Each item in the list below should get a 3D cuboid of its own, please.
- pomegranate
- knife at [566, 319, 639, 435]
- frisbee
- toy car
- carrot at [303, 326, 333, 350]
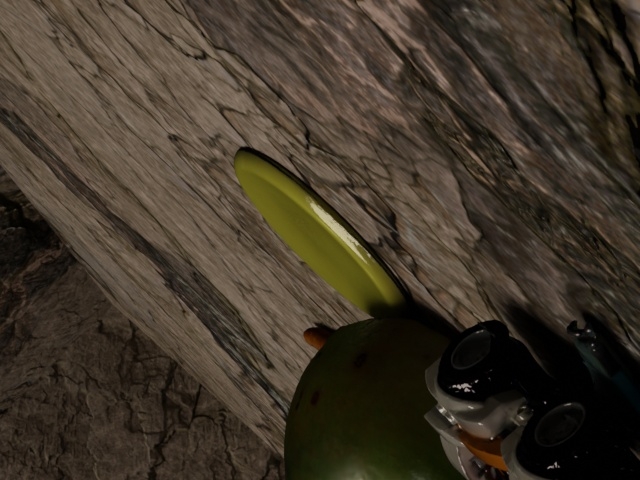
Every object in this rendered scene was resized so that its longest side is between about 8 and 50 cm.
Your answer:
[{"bbox_3d":[0.109,0.242,1.686,0.358,0.216,0.310,40,165,19],"label":"pomegranate"},{"bbox_3d":[0.249,0.150,1.310,0.044,0.026,0.296,26,159,54],"label":"knife"},{"bbox_3d":[0.000,0.000,1.710,0.236,0.017,0.236,43,170,10],"label":"frisbee"},{"bbox_3d":[0.182,0.177,1.323,0.193,0.118,0.301,50,179,-26],"label":"toy car"},{"bbox_3d":[0.018,0.126,2.103,0.037,0.037,0.190,49,173,-24],"label":"carrot"}]
